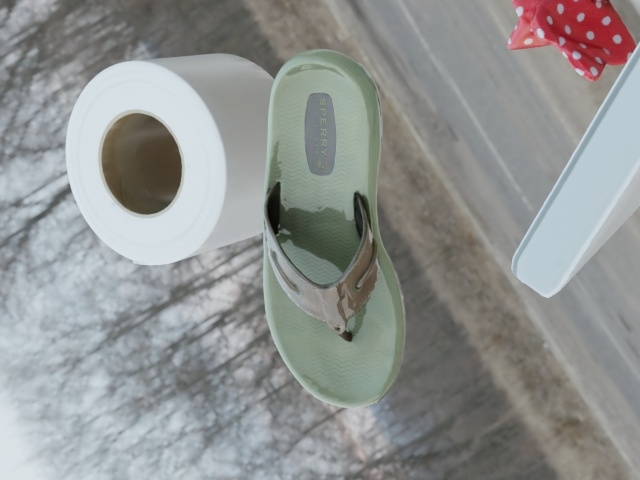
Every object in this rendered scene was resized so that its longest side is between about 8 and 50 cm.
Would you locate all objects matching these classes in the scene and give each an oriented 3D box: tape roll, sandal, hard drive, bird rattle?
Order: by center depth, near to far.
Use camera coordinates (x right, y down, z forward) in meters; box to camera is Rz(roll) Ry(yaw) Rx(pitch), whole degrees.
[{"bbox_3d":[0.255,-0.103,0.814,0.040,0.307,0.203,37,132,16],"label":"hard drive"},{"bbox_3d":[-0.002,-0.001,0.947,0.086,0.120,0.302,-54,-41,-69],"label":"sandal"},{"bbox_3d":[0.242,-0.279,1.009,0.253,0.207,0.143,62,175,-13],"label":"bird rattle"},{"bbox_3d":[-0.167,-0.104,1.428,0.246,0.246,0.169,58,-148,9],"label":"tape roll"}]
